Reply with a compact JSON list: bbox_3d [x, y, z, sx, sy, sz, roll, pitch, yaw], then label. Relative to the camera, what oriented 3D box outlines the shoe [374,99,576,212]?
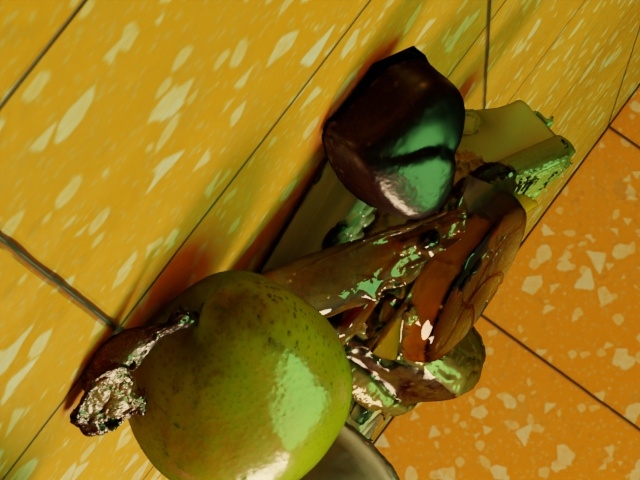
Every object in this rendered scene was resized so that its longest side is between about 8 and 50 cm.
[{"bbox_3d":[0.161,-0.071,2.049,0.262,0.128,0.140,-19,147,-19],"label":"shoe"}]

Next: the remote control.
[{"bbox_3d":[0.000,0.000,1.732,0.296,0.056,0.140,-58,171,25],"label":"remote control"}]

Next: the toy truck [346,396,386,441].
[{"bbox_3d":[0.048,0.189,2.449,0.135,0.114,0.270,-39,161,-40],"label":"toy truck"}]

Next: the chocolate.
[{"bbox_3d":[0.072,-0.091,1.577,0.125,0.080,0.148,3,106,-42],"label":"chocolate"}]

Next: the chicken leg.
[{"bbox_3d":[-0.150,0.101,1.391,0.145,0.062,0.037,-60,-154,33],"label":"chicken leg"}]

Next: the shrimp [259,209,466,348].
[{"bbox_3d":[0.014,0.059,1.660,0.287,0.063,0.152,-26,142,4],"label":"shrimp"}]

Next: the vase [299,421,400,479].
[{"bbox_3d":[-0.058,0.383,2.273,0.291,0.245,0.245,-42,165,-34],"label":"vase"}]

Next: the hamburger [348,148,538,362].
[{"bbox_3d":[0.107,0.015,1.840,0.243,0.139,0.262,-60,163,5],"label":"hamburger"}]

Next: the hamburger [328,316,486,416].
[{"bbox_3d":[0.086,0.108,2.064,0.132,0.211,0.309,-51,172,11],"label":"hamburger"}]

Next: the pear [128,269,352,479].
[{"bbox_3d":[-0.070,0.114,1.480,0.187,0.187,0.219,-50,156,-20],"label":"pear"}]
